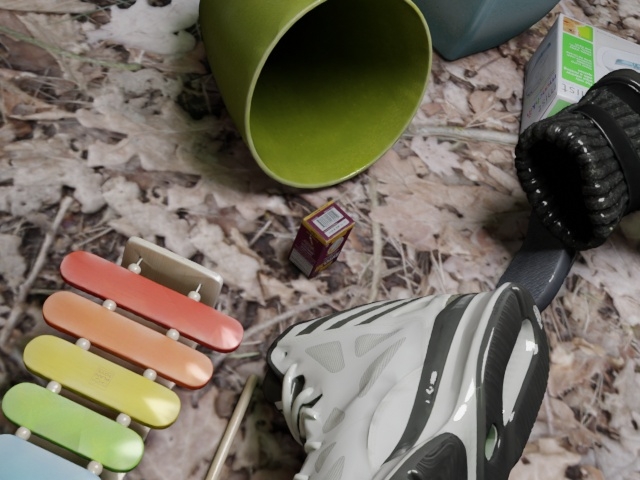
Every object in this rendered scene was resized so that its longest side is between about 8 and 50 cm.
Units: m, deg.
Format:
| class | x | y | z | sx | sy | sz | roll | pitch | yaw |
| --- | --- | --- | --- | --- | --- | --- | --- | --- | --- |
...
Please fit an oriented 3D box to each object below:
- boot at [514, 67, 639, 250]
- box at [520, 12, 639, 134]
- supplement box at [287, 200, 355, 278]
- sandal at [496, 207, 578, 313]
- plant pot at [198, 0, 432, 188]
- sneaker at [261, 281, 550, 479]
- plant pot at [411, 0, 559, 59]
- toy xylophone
| class | x | y | z | sx | sy | sz | roll | pitch | yaw |
| --- | --- | --- | --- | --- | --- | --- | --- | --- | --- |
| boot | 0.423 | -0.052 | 0.928 | 0.348 | 0.131 | 0.260 | 46 | 49 | 7 |
| box | 0.475 | -0.216 | 1.169 | 0.261 | 0.127 | 0.231 | 21 | 49 | -3 |
| supplement box | 0.000 | 0.000 | 0.879 | 0.043 | 0.083 | 0.055 | 44 | 54 | 15 |
| sandal | 0.312 | 0.022 | 0.965 | 0.054 | 0.097 | 0.254 | 48 | 51 | -15 |
| plant pot | -0.046 | -0.264 | 0.975 | 0.274 | 0.275 | 0.293 | -17 | 45 | -28 |
| sneaker | 0.026 | 0.211 | 0.649 | 0.447 | 0.257 | 0.169 | -49 | 122 | -43 |
| plant pot | 0.264 | -0.452 | 1.191 | 0.247 | 0.252 | 0.248 | -24 | 64 | -31 |
| toy xylophone | -0.186 | 0.153 | 0.707 | 0.236 | 0.081 | 0.323 | 19 | 52 | -5 |
